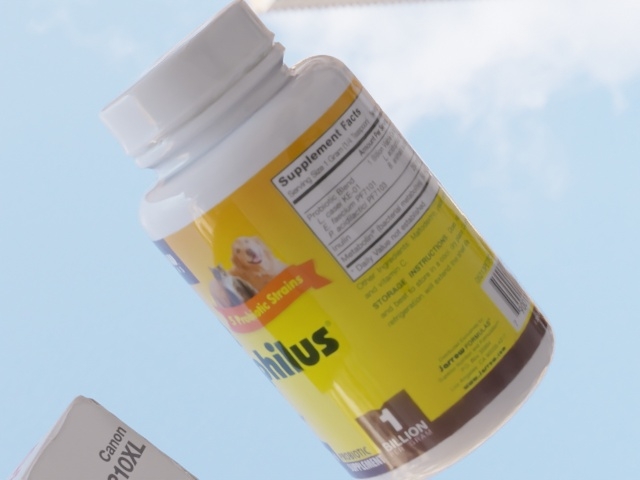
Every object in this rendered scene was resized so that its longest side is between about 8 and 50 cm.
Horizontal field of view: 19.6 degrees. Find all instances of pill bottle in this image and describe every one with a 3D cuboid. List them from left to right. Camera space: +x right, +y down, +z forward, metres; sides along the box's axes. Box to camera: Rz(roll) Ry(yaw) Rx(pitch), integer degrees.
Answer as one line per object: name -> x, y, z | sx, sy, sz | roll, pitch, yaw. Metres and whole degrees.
pill bottle -> 0.000, 0.000, 0.829 | 0.215, 0.117, 0.117 | 51, -134, -9

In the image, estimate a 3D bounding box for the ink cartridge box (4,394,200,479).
ink cartridge box -> -0.138, 0.196, 0.691 | 0.100, 0.237, 0.172 | 37, -146, -7
